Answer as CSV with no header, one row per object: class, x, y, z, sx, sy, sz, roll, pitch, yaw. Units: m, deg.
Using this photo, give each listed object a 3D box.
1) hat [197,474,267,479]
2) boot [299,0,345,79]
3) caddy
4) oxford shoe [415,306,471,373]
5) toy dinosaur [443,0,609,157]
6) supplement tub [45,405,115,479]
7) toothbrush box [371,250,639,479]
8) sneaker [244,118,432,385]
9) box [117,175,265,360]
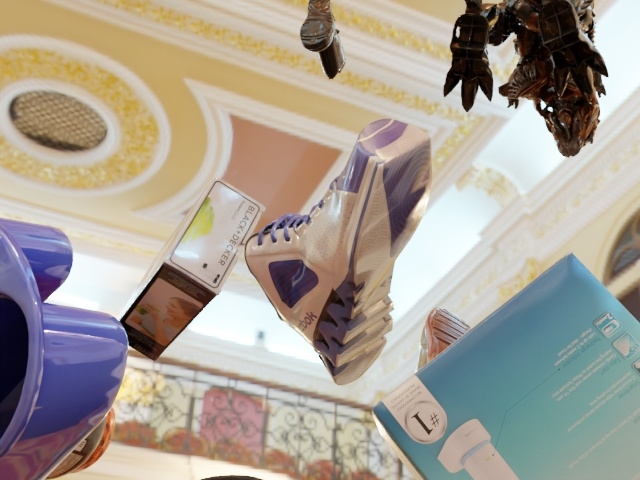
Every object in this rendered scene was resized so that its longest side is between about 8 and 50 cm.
hat,-0.087,0.408,0.849,0.331,0.331,0.134,-8,-34,13
boot,0.006,-0.265,1.199,0.045,0.121,0.099,-6,-44,11
caddy,-0.346,0.122,0.800,0.341,0.241,0.179,-45,-21,19
oxford shoe,0.228,0.245,1.712,0.123,0.348,0.130,30,-65,0
toy dinosaur,0.235,-0.238,0.962,0.164,0.218,0.322,-26,-76,41
supplement tub,-0.479,0.265,1.398,0.207,0.207,0.338,-8,-24,13
toothbrush box,0.216,0.196,0.714,0.216,0.295,0.126,-38,-21,-7
sneaker,0.000,0.001,0.999,0.182,0.127,0.316,31,-53,28
box,-0.201,0.048,1.290,0.087,0.169,0.290,33,-35,-11
